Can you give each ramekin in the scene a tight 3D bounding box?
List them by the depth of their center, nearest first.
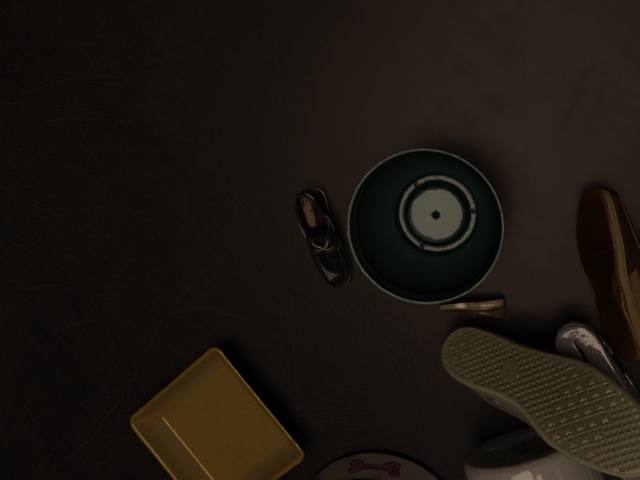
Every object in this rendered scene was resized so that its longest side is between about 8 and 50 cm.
[{"bbox_3d":[0.419,0.469,1.382,0.277,0.277,0.135,-19,87,19],"label":"ramekin"}]

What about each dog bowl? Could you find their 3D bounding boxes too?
[{"bbox_3d":[0.127,0.694,1.574,0.407,0.150,0.408,3,100,17],"label":"dog bowl"}]

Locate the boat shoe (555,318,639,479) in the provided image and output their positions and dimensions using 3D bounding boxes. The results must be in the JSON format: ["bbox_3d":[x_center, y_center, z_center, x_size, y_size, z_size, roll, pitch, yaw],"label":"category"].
[{"bbox_3d":[0.575,0.303,1.377,0.121,0.119,0.335,-24,87,30],"label":"boat shoe"}]

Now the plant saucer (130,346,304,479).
[{"bbox_3d":[-0.243,0.460,1.680,0.333,0.081,0.333,-41,87,19],"label":"plant saucer"}]

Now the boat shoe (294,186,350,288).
[{"bbox_3d":[0.000,0.000,1.523,0.084,0.079,0.233,-17,96,18],"label":"boat shoe"}]

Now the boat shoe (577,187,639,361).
[{"bbox_3d":[0.596,0.056,1.343,0.123,0.123,0.342,-17,92,-11],"label":"boat shoe"}]

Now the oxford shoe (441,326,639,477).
[{"bbox_3d":[0.435,0.297,1.337,0.449,0.130,0.169,25,80,44],"label":"oxford shoe"}]

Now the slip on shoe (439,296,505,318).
[{"bbox_3d":[0.319,0.145,1.467,0.135,0.051,0.041,-5,96,10],"label":"slip on shoe"}]

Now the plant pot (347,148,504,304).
[{"bbox_3d":[0.219,-0.040,1.384,0.293,0.196,0.293,3,101,17],"label":"plant pot"}]
